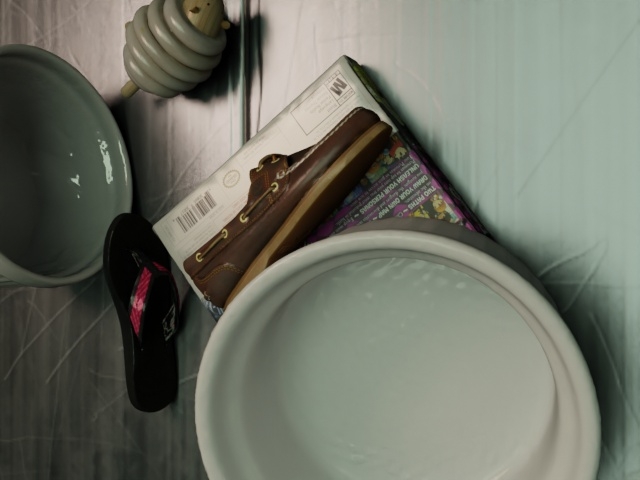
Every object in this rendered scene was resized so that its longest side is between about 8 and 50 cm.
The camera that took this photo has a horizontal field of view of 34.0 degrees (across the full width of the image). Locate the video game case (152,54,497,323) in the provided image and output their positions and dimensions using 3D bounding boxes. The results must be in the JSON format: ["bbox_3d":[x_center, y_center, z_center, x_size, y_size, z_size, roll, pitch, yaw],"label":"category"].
[{"bbox_3d":[0.000,0.000,0.873,0.232,0.042,0.210,-41,76,17],"label":"video game case"}]

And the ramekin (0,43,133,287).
[{"bbox_3d":[-0.272,-0.055,0.904,0.109,0.207,0.207,-12,85,31],"label":"ramekin"}]

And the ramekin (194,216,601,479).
[{"bbox_3d":[0.061,0.114,0.768,0.277,0.135,0.277,3,104,12],"label":"ramekin"}]

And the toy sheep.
[{"bbox_3d":[-0.130,-0.169,0.907,0.132,0.091,0.091,-43,74,31],"label":"toy sheep"}]

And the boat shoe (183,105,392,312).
[{"bbox_3d":[-0.032,-0.030,0.822,0.073,0.073,0.207,45,105,14],"label":"boat shoe"}]

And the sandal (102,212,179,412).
[{"bbox_3d":[-0.147,0.063,0.921,0.040,0.067,0.179,-4,96,42],"label":"sandal"}]
